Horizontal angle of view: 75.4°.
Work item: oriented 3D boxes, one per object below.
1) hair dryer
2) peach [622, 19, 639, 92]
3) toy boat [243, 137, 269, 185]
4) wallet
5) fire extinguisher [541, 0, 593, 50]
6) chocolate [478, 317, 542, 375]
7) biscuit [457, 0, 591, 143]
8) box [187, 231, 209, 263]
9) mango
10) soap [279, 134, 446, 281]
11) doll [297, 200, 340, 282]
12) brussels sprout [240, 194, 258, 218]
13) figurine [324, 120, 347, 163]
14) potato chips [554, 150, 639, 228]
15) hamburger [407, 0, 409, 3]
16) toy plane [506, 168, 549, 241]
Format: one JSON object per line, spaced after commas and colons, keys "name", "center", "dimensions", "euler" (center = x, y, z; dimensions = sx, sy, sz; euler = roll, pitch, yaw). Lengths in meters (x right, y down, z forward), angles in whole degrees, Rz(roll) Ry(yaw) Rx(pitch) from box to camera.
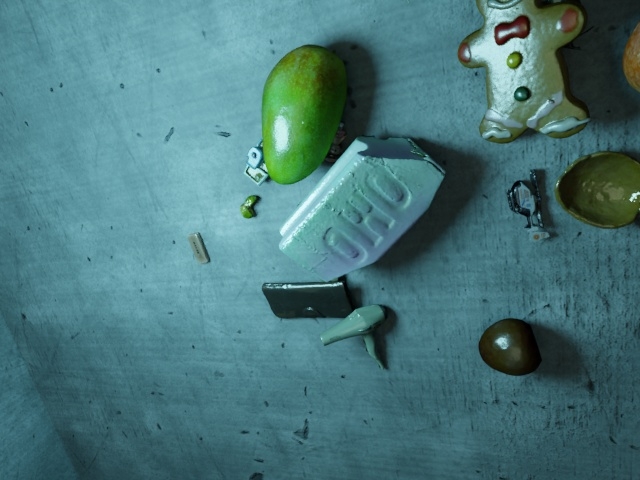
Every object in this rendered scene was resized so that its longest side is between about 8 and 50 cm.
{"name": "hair dryer", "center": [0.110, 0.345, 1.373], "dimensions": [0.229, 0.092, 0.267], "euler": [-7, 112, -13]}
{"name": "peach", "center": [0.753, -0.412, 0.859], "dimensions": [0.232, 0.232, 0.233], "euler": [6, 112, 17]}
{"name": "toy boat", "center": [-0.172, -0.258, 1.272], "dimensions": [0.088, 0.102, 0.215], "euler": [39, 116, -1]}
{"name": "wallet", "center": [-0.041, 0.204, 1.410], "dimensions": [0.309, 0.042, 0.165], "euler": [-4, 125, 22]}
{"name": "fire extinguisher", "center": [0.522, -0.557, 0.929], "dimensions": [0.118, 0.093, 0.295], "euler": [-8, 110, 48]}
{"name": "chocolate", "center": [0.547, 0.314, 1.211], "dimensions": [0.176, 0.177, 0.177], "euler": [6, 112, 17]}
{"name": "biscuit", "center": [0.450, -0.437, 0.955], "dimensions": [0.283, 0.064, 0.432], "euler": [3, 117, 44]}
{"name": "box", "center": [-0.447, 0.029, 1.516], "dimensions": [0.048, 0.025, 0.115], "euler": [-12, 105, 21]}
{"name": "mango", "center": [-0.059, -0.337, 1.131], "dimensions": [0.225, 0.201, 0.382], "euler": [20, 104, 2]}
{"name": "soap", "center": [0.116, -0.093, 1.155], "dimensions": [0.261, 0.156, 0.446], "euler": [37, 108, -18]}
{"name": "doll", "center": [0.014, -0.003, 1.318], "dimensions": [0.202, 0.091, 0.286], "euler": [-29, 99, 39]}
{"name": "brussels sprout", "center": [-0.239, -0.114, 1.380], "dimensions": [0.050, 0.046, 0.083], "euler": [7, 112, -31]}
{"name": "figurine", "center": [0.046, -0.286, 1.217], "dimensions": [0.072, 0.054, 0.129], "euler": [11, 106, -3]}
{"name": "potato chips", "center": [0.704, -0.127, 1.042], "dimensions": [0.208, 0.062, 0.196], "euler": [-6, 102, 22]}
{"name": "hamburger", "center": [0.240, -0.664, 0.979], "dimensions": [0.177, 0.113, 0.186], "euler": [19, 123, 5]}
{"name": "toy plane", "center": [0.557, -0.087, 1.115], "dimensions": [0.078, 0.053, 0.197], "euler": [-16, 100, 14]}
